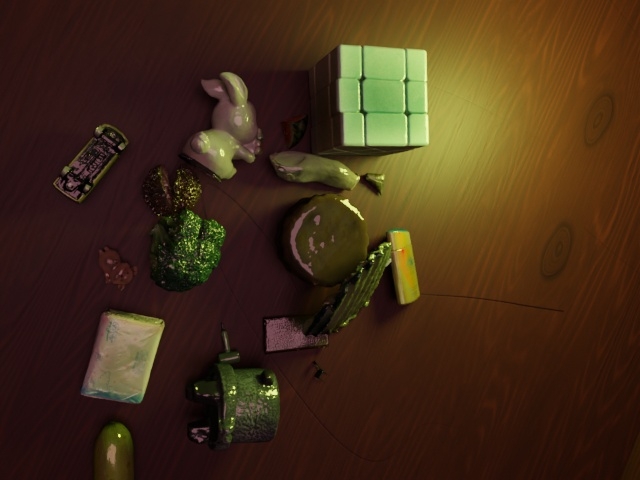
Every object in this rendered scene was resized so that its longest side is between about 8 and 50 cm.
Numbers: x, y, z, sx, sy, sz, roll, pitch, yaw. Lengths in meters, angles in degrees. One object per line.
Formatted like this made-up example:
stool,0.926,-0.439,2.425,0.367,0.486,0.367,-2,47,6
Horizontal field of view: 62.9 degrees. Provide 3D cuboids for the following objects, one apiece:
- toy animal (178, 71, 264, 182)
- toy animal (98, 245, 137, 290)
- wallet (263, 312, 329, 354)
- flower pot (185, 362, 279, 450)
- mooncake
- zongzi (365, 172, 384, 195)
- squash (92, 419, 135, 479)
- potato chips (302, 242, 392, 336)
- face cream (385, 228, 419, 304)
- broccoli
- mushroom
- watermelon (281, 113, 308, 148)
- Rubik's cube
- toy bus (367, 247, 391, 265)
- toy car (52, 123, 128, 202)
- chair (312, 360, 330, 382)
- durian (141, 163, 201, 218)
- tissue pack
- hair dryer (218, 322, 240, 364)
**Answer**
toy animal,-0.316,-0.362,1.698,0.310,0.182,0.247,-58,141,-3
toy animal,-0.659,0.085,1.689,0.083,0.089,0.150,-29,106,9
wallet,-0.088,0.336,1.907,0.242,0.039,0.133,-4,89,-17
flower pot,-0.294,0.550,1.719,0.282,0.299,0.300,7,92,-22
mooncake,0.000,-0.001,1.834,0.323,0.187,0.325,-1,93,-20
zongzi,0.199,-0.211,1.964,0.076,0.040,0.084,3,111,-11
squash,-0.673,0.712,1.696,0.132,0.132,0.247,-2,95,-18
potato chips,0.106,0.183,1.801,0.358,0.429,0.070,-28,62,-40
face cream,0.312,0.091,1.986,0.139,0.067,0.285,-21,102,-51
broccoli,-0.445,0.037,1.684,0.294,0.265,0.245,-43,74,26
mushroom,-0.019,-0.246,1.851,0.350,0.097,0.110,7,118,-21
watermelon,-0.093,-0.404,1.845,0.094,0.125,0.135,21,55,11
Rubik's cube,0.154,-0.458,1.779,0.321,0.318,0.316,-5,95,-18
toy bus,0.218,0.068,1.951,0.052,0.102,0.058,-41,107,-11
toy car,-0.709,-0.236,1.623,0.101,0.124,0.257,38,73,-17
chair,-0.007,0.490,1.944,0.086,0.037,0.042,48,68,-19
durian,-0.475,-0.154,1.694,0.195,0.167,0.196,2,117,5
tissue pack,-0.636,0.374,1.689,0.201,0.124,0.271,16,88,-22
hair dryer,-0.331,0.361,1.834,0.071,0.047,0.150,-11,87,-19
